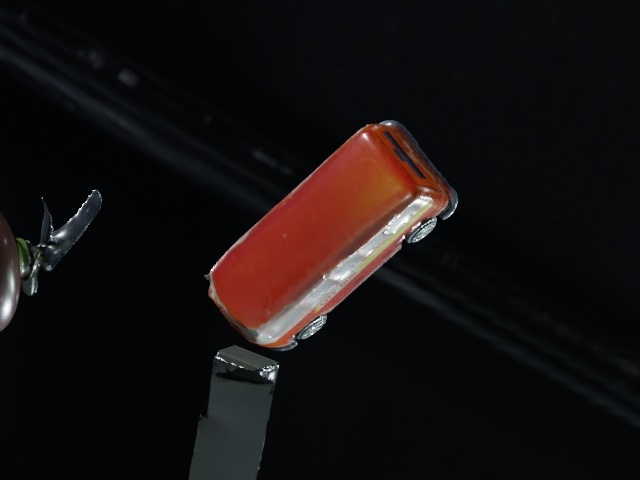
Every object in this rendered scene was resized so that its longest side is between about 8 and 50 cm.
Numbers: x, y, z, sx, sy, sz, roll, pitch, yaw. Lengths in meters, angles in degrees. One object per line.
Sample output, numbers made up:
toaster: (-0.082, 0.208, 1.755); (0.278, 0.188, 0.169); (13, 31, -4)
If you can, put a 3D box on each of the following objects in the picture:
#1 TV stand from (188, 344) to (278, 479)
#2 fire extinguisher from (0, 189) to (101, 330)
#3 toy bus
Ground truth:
TV stand: (-0.084, 0.217, 1.472); (0.049, 0.040, 0.256); (20, -73, 28)
fire extinguisher: (-0.332, 0.026, 1.296); (0.114, 0.337, 0.135); (64, -34, 27)
toy bus: (0.000, 0.000, 1.144); (0.174, 0.077, 0.079); (-42, -104, 13)
